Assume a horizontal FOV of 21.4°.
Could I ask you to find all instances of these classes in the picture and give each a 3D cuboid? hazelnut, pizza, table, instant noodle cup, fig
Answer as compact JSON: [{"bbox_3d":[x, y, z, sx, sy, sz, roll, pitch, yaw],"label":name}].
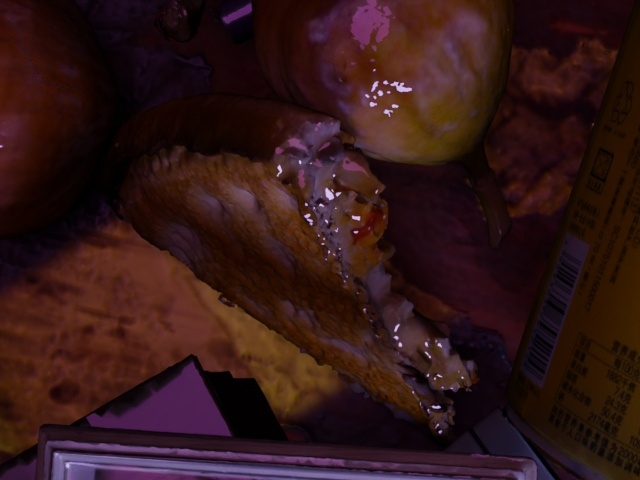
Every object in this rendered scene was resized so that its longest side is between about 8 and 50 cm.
[{"bbox_3d":[-0.214,-0.088,1.064,0.182,0.182,0.182,-1,85,7],"label":"hazelnut"},{"bbox_3d":[0.000,0.000,0.995,0.288,0.251,0.074,35,72,1],"label":"pizza"},{"bbox_3d":[-0.092,0.180,1.009,0.169,0.193,0.172,-30,82,4],"label":"table"},{"bbox_3d":[0.262,0.033,0.931,0.326,0.325,0.254,25,97,9],"label":"instant noodle cup"},{"bbox_3d":[0.062,-0.088,1.019,0.159,0.257,0.159,-20,38,17],"label":"fig"}]

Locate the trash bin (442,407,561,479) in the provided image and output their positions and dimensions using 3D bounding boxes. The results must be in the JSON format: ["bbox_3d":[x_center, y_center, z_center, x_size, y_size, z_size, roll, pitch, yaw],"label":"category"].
[{"bbox_3d":[0.094,0.184,1.035,0.130,0.059,0.116,-39,48,4],"label":"trash bin"}]

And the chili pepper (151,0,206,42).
[{"bbox_3d":[-0.054,-0.304,1.097,0.110,0.110,0.387,10,81,8],"label":"chili pepper"}]

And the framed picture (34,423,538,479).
[{"bbox_3d":[-0.026,0.211,0.891,0.273,0.016,0.216,2,85,7],"label":"framed picture"}]

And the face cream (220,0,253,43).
[{"bbox_3d":[0.062,-0.197,1.081,0.273,0.078,0.078,-25,82,5],"label":"face cream"}]
